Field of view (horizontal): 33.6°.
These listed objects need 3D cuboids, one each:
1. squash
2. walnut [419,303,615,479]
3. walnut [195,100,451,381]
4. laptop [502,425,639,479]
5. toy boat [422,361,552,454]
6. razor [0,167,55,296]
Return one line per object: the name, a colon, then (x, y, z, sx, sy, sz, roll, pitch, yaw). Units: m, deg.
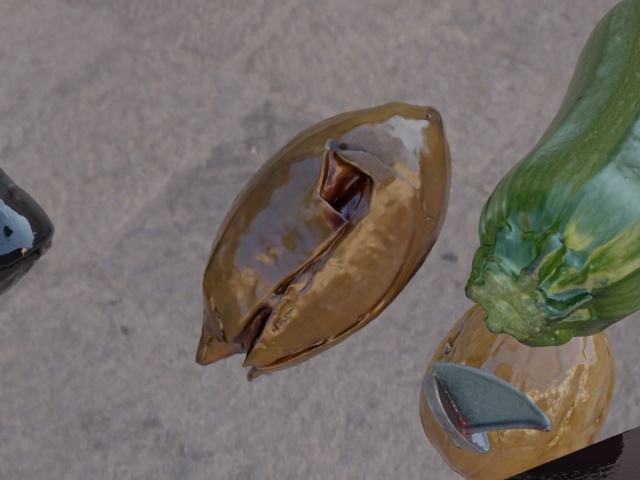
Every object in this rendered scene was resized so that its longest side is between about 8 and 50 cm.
squash: (0.123, -0.035, 0.436, 0.077, 0.068, 0.219, 39, 50, 1)
walnut: (0.204, 0.151, 1.094, 0.195, 0.195, 0.222, 25, 89, 18)
walnut: (0.000, 0.000, 0.749, 0.245, 0.137, 0.137, -47, 61, 7)
laptop: (0.233, 0.188, 0.812, 0.207, 0.154, 0.026, -14, 95, -23)
toy boat: (0.143, 0.135, 0.881, 0.034, 0.122, 0.096, -38, 98, -35)
razor: (-0.419, -0.048, 0.932, 0.349, 0.113, 0.204, 37, 55, -1)
